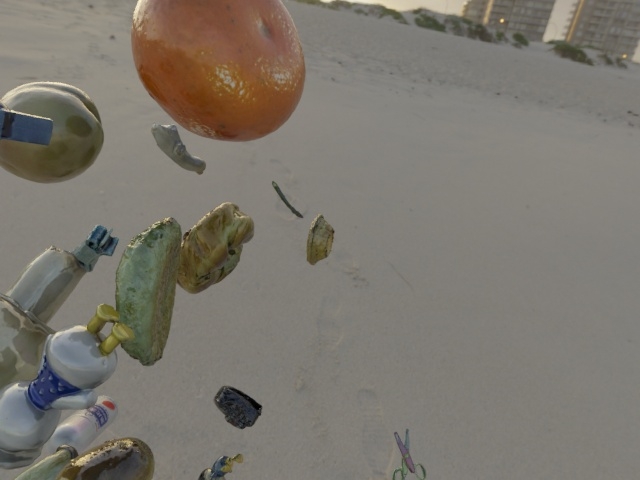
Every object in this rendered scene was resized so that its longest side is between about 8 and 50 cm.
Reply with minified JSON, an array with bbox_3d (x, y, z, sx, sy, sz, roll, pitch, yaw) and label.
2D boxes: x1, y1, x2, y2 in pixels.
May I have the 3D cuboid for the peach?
[{"bbox_3d":[-0.742,-0.293,1.107,0.293,0.247,0.292,2,57,-4],"label":"peach"}]

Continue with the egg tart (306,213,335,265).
[{"bbox_3d":[0.002,0.000,1.616,0.090,0.212,0.212,10,23,9],"label":"egg tart"}]

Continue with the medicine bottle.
[{"bbox_3d":[-0.892,0.702,1.538,0.131,0.130,0.341,8,-3,-4],"label":"medicine bottle"}]

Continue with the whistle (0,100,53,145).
[{"bbox_3d":[-0.576,-0.214,0.727,0.091,0.090,0.158,17,9,15],"label":"whistle"}]

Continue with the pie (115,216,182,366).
[{"bbox_3d":[-0.334,0.101,0.820,0.071,0.322,0.323,7,24,-10],"label":"pie"}]

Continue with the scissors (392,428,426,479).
[{"bbox_3d":[0.312,0.790,1.498,0.134,0.187,0.020,-5,-12,-16],"label":"scissors"}]

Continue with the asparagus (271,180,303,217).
[{"bbox_3d":[-0.167,-0.195,2.017,0.034,0.236,0.027,-38,13,0],"label":"asparagus"}]

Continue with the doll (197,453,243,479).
[{"bbox_3d":[-0.321,0.741,1.285,0.088,0.179,0.102,56,17,26],"label":"doll"}]

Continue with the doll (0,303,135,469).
[{"bbox_3d":[-0.401,0.222,0.605,0.138,0.293,0.119,43,-3,20],"label":"doll"}]

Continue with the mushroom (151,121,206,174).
[{"bbox_3d":[-0.540,-0.345,1.564,0.099,0.278,0.096,-4,57,24],"label":"mushroom"}]

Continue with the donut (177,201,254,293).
[{"bbox_3d":[-0.367,0.031,1.423,0.170,0.360,0.360,41,27,0],"label":"donut"}]

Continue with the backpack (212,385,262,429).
[{"bbox_3d":[-0.294,0.579,1.418,0.165,0.120,0.105,35,60,-4],"label":"backpack"}]

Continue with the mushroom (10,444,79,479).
[{"bbox_3d":[-0.799,0.685,1.070,0.107,0.087,0.333,40,50,16],"label":"mushroom"}]

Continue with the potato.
[{"bbox_3d":[-0.418,0.469,0.807,0.164,0.081,0.200,40,27,16],"label":"potato"}]

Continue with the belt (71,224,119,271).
[{"bbox_3d":[-0.711,0.031,1.281,0.087,0.302,0.072,39,50,-26],"label":"belt"}]

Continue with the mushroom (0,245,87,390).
[{"bbox_3d":[-0.604,0.175,0.818,0.315,0.314,0.336,18,58,17],"label":"mushroom"}]

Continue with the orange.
[{"bbox_3d":[-0.239,-0.441,0.995,0.327,0.423,0.424,-12,8,36],"label":"orange"}]
